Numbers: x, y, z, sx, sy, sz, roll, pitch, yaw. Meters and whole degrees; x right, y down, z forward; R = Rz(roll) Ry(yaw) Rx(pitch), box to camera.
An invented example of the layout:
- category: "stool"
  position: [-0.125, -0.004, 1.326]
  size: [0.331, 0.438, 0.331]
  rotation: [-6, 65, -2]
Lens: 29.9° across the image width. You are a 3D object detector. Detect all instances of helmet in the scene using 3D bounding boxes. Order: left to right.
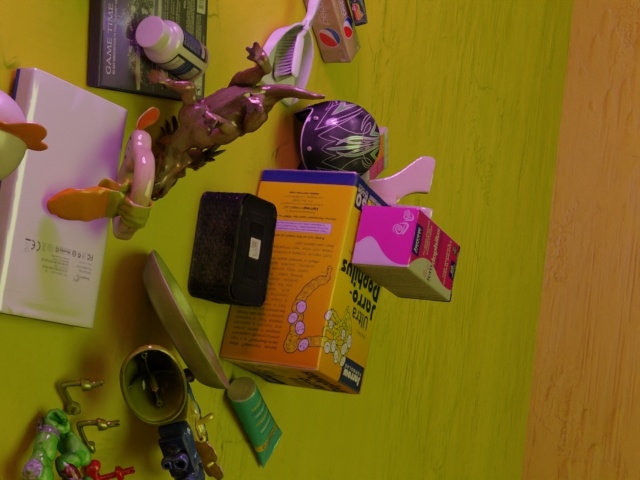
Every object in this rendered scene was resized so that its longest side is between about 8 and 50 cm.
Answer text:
- category: "helmet"
  position: [0.028, -0.182, 2.217]
  size: [0.170, 0.161, 0.169]
  rotation: [-5, 102, -23]

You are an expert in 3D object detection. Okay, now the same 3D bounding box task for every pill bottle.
- category: "pill bottle"
  position: [-0.222, -0.287, 1.782]
  size: [0.120, 0.067, 0.067]
  rotation: [31, 66, -60]

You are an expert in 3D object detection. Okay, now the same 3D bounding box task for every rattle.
- category: "rattle"
  position: [-0.298, -0.107, 1.661]
  size: [0.130, 0.143, 0.199]
  rotation: [111, -20, -64]

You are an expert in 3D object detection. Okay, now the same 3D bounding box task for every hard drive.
- category: "hard drive"
  position: [-0.359, -0.050, 1.628]
  size: [0.210, 0.040, 0.318]
  rotation: [21, 74, -62]

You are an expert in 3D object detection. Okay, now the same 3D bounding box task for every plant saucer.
- category: "plant saucer"
  position: [-0.210, 0.127, 1.814]
  size: [0.241, 0.037, 0.241]
  rotation: [62, -4, 7]

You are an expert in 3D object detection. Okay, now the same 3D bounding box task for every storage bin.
- category: "storage bin"
  position: [-0.145, 0.015, 2.003]
  size: [0.122, 0.084, 0.180]
  rotation: [22, 74, -61]

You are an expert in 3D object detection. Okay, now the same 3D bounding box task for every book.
- category: "book"
  position: [0.102, -0.167, 2.513]
  size: [0.144, 0.035, 0.096]
  rotation: [-45, 135, -51]

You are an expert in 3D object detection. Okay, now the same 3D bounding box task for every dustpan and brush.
- category: "dustpan and brush"
  position: [-0.042, -0.364, 2.178]
  size: [0.147, 0.060, 0.211]
  rotation: [36, 62, -58]

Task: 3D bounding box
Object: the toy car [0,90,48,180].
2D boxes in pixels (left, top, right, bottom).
- category: "toy car"
  position: [-0.393, -0.110, 1.341]
  size: [0.210, 0.238, 0.219]
  rotation: [33, 64, -59]

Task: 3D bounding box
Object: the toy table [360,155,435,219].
- category: "toy table"
  position: [0.126, -0.059, 2.359]
  size: [0.252, 0.161, 0.274]
  rotation: [-101, -157, -82]

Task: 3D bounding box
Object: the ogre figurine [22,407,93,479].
- category: "ogre figurine"
  position: [-0.353, 0.340, 1.631]
  size: [0.118, 0.097, 0.197]
  rotation: [-51, 149, -65]

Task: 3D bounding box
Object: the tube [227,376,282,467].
- category: "tube"
  position: [-0.114, 0.323, 2.148]
  size: [0.080, 0.052, 0.207]
  rotation: [-55, 146, -28]

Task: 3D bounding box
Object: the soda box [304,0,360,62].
- category: "soda box"
  position: [0.019, -0.429, 2.287]
  size: [0.058, 0.061, 0.181]
  rotation: [-61, 143, -40]

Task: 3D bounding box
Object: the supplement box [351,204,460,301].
- category: "supplement box"
  position: [0.155, 0.025, 2.130]
  size: [0.220, 0.114, 0.111]
  rotation: [34, 64, -57]

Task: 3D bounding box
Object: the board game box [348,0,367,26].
- category: "board game box"
  position: [0.042, -0.550, 2.279]
  size: [0.136, 0.030, 0.259]
  rotation: [-95, 169, -61]

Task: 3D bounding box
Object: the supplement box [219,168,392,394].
- category: "supplement box"
  position: [-0.015, 0.073, 2.139]
  size: [0.194, 0.195, 0.356]
  rotation: [37, 61, -58]

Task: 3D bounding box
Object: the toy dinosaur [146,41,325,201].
- category: "toy dinosaur"
  position: [-0.145, -0.186, 1.827]
  size: [0.200, 0.296, 0.127]
  rotation: [86, -17, -69]

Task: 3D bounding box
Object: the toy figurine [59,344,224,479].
- category: "toy figurine"
  position: [-0.251, 0.283, 1.832]
  size: [0.217, 0.191, 0.362]
  rotation: [-99, 171, -66]

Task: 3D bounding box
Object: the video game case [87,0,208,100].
- category: "video game case"
  position: [-0.255, -0.317, 1.814]
  size: [0.274, 0.026, 0.196]
  rotation: [-2, 95, -62]
